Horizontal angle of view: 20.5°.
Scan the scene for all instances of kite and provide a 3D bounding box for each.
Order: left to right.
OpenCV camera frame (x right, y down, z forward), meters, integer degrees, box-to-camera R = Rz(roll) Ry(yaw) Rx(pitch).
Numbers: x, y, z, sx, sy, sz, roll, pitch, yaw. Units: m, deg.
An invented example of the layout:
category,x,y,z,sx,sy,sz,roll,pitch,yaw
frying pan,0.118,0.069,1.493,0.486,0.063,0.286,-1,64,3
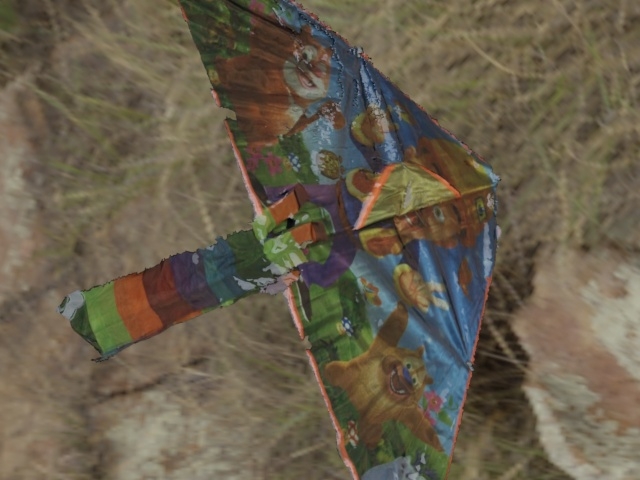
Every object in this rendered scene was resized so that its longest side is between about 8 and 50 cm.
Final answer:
category,x,y,z,sx,sy,sz,roll,pitch,yaw
kite,0.000,0.000,0.420,0.010,0.160,0.183,-22,88,42
